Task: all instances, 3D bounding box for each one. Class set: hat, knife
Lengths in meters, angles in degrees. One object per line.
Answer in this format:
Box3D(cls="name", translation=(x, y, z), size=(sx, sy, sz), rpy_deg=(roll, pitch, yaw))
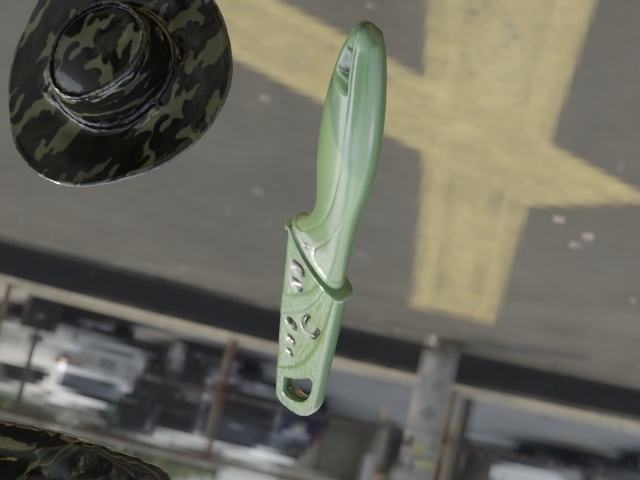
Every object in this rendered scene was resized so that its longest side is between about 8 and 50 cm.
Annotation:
Box3D(cls="hat", translation=(-0.103, -0.083, 0.835), size=(0.121, 0.121, 0.050), rpy_deg=(11, 173, 11))
Box3D(cls="knife", translation=(0.000, 0.000, 0.557), size=(0.030, 0.014, 0.207), rpy_deg=(44, 151, 23))

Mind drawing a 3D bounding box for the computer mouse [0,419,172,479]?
Box3D(cls="computer mouse", translation=(-0.140, 0.112, 0.513), size=(0.231, 0.071, 0.126), rpy_deg=(-29, 134, 18))
